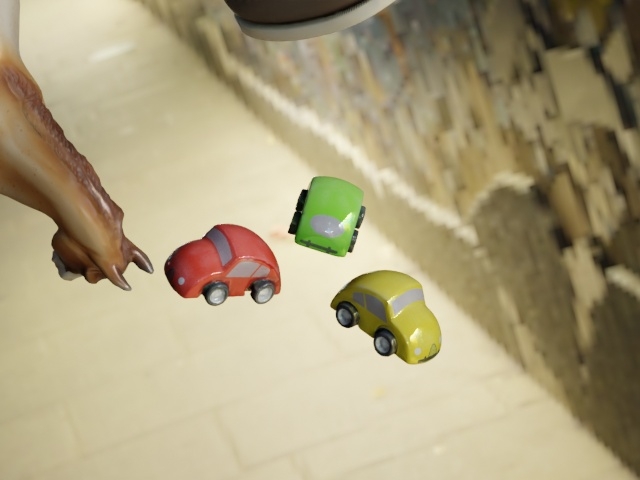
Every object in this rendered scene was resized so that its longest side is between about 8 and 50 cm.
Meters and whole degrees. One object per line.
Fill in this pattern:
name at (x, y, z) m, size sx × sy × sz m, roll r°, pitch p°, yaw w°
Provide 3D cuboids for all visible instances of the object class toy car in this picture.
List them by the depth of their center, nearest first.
toy car at (0.000, 0.000, 1.681) m, size 0.239 × 0.053 × 0.225 m, roll 17°, pitch 32°, yaw -3°

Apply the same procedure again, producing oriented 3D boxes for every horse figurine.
horse figurine at (-0.174, -0.099, 0.897) m, size 0.066 × 0.263 × 0.174 m, roll -16°, pitch 8°, yaw -38°

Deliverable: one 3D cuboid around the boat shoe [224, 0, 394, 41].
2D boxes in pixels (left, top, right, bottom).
boat shoe at (0.051, -0.230, 1.331) m, size 0.324 × 0.097 × 0.116 m, roll -18°, pitch 50°, yaw 34°
